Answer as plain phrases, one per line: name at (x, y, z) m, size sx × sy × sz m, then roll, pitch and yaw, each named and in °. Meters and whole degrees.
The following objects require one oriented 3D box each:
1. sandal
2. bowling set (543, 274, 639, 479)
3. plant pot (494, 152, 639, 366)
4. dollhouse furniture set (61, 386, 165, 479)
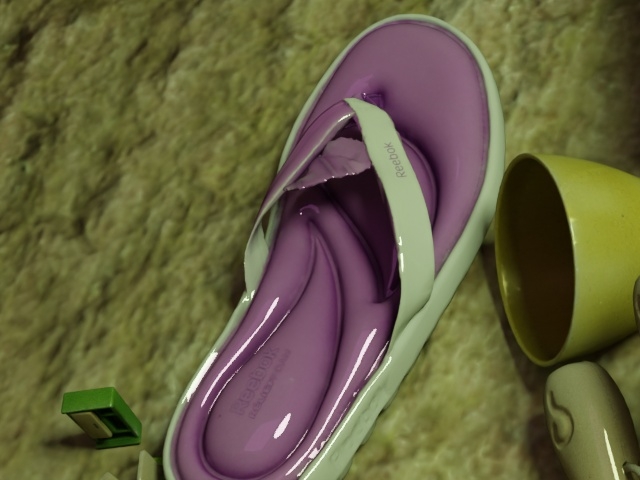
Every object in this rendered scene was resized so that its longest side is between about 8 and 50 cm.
sandal at (0.014, 0.002, 1.096) m, size 0.169 × 0.102 × 0.416 m, roll 8°, pitch 62°, yaw 24°
bowling set at (0.272, 0.080, 0.913) m, size 0.200 × 0.287 × 0.154 m, roll -3°, pitch 57°, yaw -21°
plant pot at (0.178, 0.008, 1.029) m, size 0.095 × 0.134 × 0.134 m, roll -5°, pitch 54°, yaw -14°
dollhouse furniture set at (-0.144, 0.177, 1.071) m, size 0.076 × 0.058 × 0.152 m, roll -8°, pitch 57°, yaw 16°
